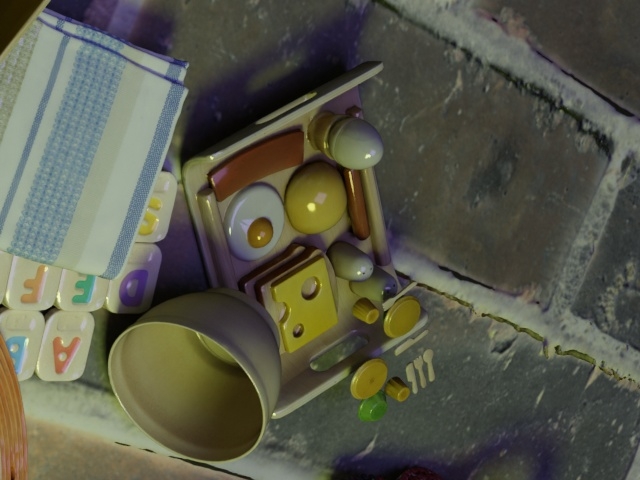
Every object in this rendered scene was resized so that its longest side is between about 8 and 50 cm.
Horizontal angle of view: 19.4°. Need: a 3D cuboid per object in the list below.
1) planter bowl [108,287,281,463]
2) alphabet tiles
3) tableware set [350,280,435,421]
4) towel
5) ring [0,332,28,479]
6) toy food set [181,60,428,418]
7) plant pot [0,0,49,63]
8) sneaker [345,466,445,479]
[{"bbox_3d":[-0.102,0.112,1.746,0.109,0.162,0.162,-52,138,-48],"label":"planter bowl"},{"bbox_3d":[-0.247,-0.006,1.641,0.284,0.021,0.278,4,105,-46],"label":"alphabet tiles"},{"bbox_3d":[0.064,0.113,1.889,0.104,0.024,0.154,-35,136,-22],"label":"tableware set"},{"bbox_3d":[-0.245,-0.092,1.574,0.285,0.034,0.209,19,89,-44],"label":"towel"},{"bbox_3d":[-0.320,0.201,1.516,0.336,0.032,0.337,0,90,-74],"label":"ring"},{"bbox_3d":[0.000,0.000,1.821,0.219,0.092,0.306,-31,125,-29],"label":"toy food set"},{"bbox_3d":[-0.347,-0.206,1.362,0.212,0.187,0.212,45,75,-36],"label":"plant pot"},{"bbox_3d":[0.083,0.305,2.035,0.225,0.088,0.093,8,123,-44],"label":"sneaker"}]
